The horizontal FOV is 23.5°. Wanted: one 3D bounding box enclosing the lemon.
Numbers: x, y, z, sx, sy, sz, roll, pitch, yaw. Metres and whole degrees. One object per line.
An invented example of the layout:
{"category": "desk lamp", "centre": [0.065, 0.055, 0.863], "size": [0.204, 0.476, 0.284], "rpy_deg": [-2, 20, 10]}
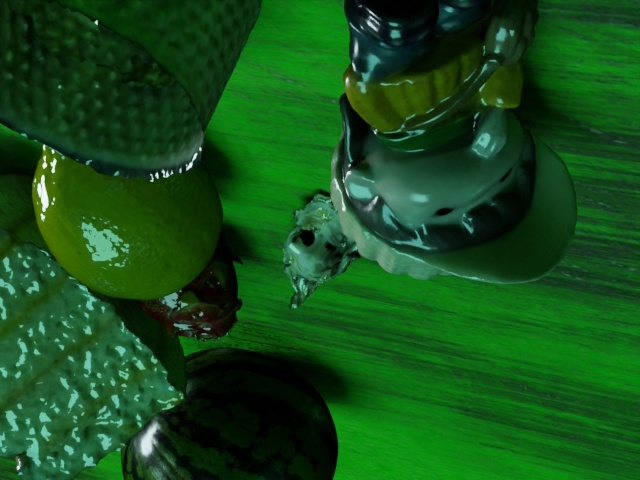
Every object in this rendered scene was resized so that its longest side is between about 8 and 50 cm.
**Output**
{"category": "lemon", "centre": [-0.207, -0.034, 1.615], "size": [0.184, 0.184, 0.248], "rpy_deg": [-2, 147, 43]}

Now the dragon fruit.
{"category": "dragon fruit", "centre": [-0.193, 0.018, 1.783], "size": [0.246, 0.125, 0.125], "rpy_deg": [34, 148, -7]}

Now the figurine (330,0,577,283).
{"category": "figurine", "centre": [0.086, -0.111, 1.248], "size": [0.204, 0.185, 0.332], "rpy_deg": [44, 158, 49]}

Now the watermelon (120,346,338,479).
{"category": "watermelon", "centre": [-0.126, 0.286, 2.081], "size": [0.285, 0.285, 0.285], "rpy_deg": [19, 156, 9]}

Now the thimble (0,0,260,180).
{"category": "thimble", "centre": [-0.194, -0.186, 1.321], "size": [0.270, 0.150, 0.271], "rpy_deg": [19, 156, 9]}

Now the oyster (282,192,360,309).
{"category": "oyster", "centre": [-0.001, 0.002, 1.689], "size": [0.106, 0.061, 0.200], "rpy_deg": [47, 148, -10]}

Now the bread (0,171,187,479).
{"category": "bread", "centre": [-0.361, 0.074, 1.863], "size": [0.239, 0.264, 0.395], "rpy_deg": [-35, 119, 10]}
